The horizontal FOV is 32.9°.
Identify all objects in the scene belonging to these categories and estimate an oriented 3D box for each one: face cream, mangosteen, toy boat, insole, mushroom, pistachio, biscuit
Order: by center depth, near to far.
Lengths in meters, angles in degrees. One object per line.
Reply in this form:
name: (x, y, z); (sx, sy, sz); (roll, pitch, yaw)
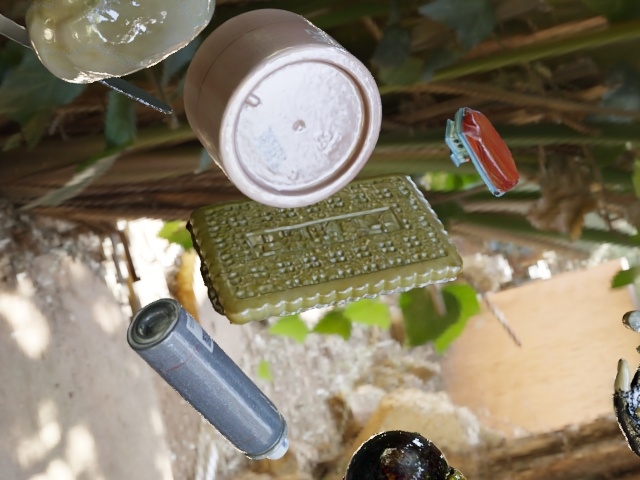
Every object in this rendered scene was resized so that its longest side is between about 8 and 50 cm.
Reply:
face cream: (-0.034, -0.115, 0.940); (0.149, 0.149, 0.104); (60, -6, -37)
biscuit: (0.000, 0.000, 1.101); (0.172, 0.255, 0.029); (-117, -159, -45)
pistachio: (-0.206, -0.246, 1.144); (0.138, 0.153, 0.238); (44, 49, 11)
mushroom: (0.382, 0.117, 1.224); (0.101, 0.049, 0.019); (44, -10, -6)
face cream: (-0.121, 0.176, 1.278); (0.283, 0.073, 0.073); (53, 27, -39)
insole: (-0.322, -0.228, 1.309); (0.328, 0.007, 0.111); (25, 13, -26)
mangosteen: (0.137, 0.368, 1.517); (0.192, 0.217, 0.192); (5, 90, -77)
toy boat: (0.230, -0.120, 1.548); (0.173, 0.059, 0.069); (46, 42, -39)

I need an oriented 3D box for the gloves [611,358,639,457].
gloves: (0.469, 0.247, 1.549); (0.180, 0.106, 0.129); (52, 47, -1)
